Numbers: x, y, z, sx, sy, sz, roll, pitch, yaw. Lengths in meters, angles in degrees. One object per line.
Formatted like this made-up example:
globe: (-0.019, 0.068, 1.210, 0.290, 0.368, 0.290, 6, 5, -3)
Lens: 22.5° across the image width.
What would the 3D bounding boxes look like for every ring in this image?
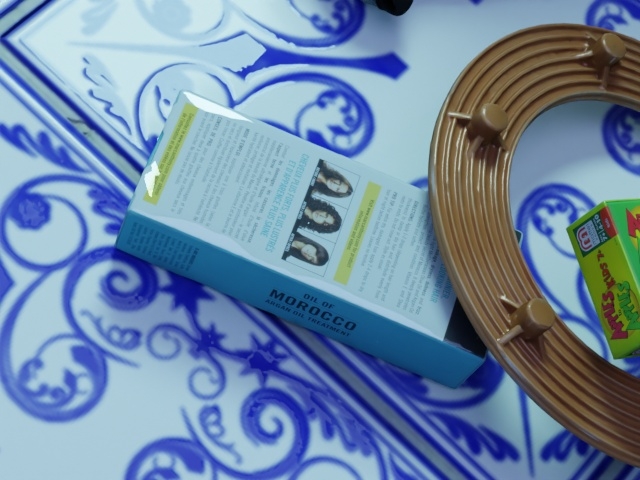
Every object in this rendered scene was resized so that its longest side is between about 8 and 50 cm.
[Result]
ring: (0.223, -0.005, 1.082, 0.337, 0.032, 0.336, 14, 58, -24)

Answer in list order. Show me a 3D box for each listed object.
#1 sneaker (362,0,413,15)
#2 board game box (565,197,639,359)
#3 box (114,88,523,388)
sneaker: (0.087, -0.218, 1.161, 0.229, 0.086, 0.132, 5, 70, -2)
board game box: (0.253, 0.019, 1.040, 0.181, 0.043, 0.092, -5, 67, -33)
box: (0.000, 0.000, 1.042, 0.244, 0.060, 0.100, 23, 62, -5)
